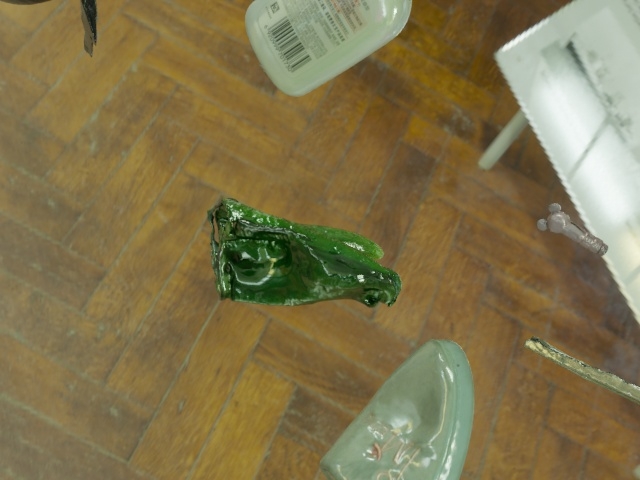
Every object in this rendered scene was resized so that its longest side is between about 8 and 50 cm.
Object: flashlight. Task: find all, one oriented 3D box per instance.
[{"bbox_3d":[0.387,-0.013,1.369,0.110,0.052,0.031,32,32,3],"label":"flashlight"}]

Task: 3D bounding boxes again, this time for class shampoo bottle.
[{"bbox_3d":[0.030,-0.229,0.854,0.051,0.221,0.108,-26,89,-59],"label":"shampoo bottle"}]

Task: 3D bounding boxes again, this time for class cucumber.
[{"bbox_3d":[0.000,0.000,1.130,0.168,0.039,0.039,7,56,-9],"label":"cucumber"}]

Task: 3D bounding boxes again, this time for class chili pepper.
[{"bbox_3d":[-0.025,0.025,0.904,0.216,0.108,0.062,18,32,14],"label":"chili pepper"}]

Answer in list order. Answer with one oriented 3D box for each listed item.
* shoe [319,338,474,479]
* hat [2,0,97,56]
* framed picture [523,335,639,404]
[{"bbox_3d":[0.039,0.154,0.583,0.078,0.079,0.195,15,85,-13],"label":"shoe"},{"bbox_3d":[-0.223,-0.348,0.896,0.209,0.336,0.238,25,39,-44],"label":"hat"},{"bbox_3d":[0.361,0.173,0.913,0.281,0.019,0.209,24,-2,37],"label":"framed picture"}]
